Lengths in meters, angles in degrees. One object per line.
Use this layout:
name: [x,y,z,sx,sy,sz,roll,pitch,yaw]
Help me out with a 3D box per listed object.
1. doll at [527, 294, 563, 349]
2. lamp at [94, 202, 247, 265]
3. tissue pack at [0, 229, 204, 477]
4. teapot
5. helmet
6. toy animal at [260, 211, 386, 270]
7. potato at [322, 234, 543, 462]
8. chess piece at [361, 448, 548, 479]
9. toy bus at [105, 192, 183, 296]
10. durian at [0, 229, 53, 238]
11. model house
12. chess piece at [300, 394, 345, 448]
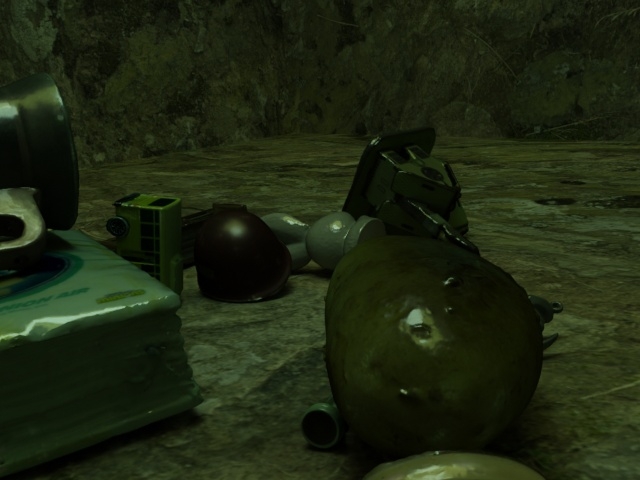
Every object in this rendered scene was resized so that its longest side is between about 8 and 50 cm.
doll: [0.200,0.102,0.853,0.195,0.062,0.104,-14,15,-8]
lamp: [-0.270,0.004,1.327,0.089,0.090,0.325,5,16,35]
tissue pack: [-0.342,0.105,0.800,0.287,0.162,0.388,-14,18,-31]
teapot: [-0.457,-0.067,0.778,0.344,0.253,0.300,-12,51,-32]
helmet: [-0.133,0.013,1.124,0.155,0.106,0.175,-32,45,-16]
toy animal: [0.002,0.002,1.216,0.221,0.103,0.131,6,19,34]
potato: [0.100,0.095,0.670,0.210,0.173,0.307,17,18,1]
chess piece: [0.089,0.228,0.316,0.139,0.124,0.307,24,14,-11]
toy bus: [-0.264,0.021,1.095,0.101,0.174,0.088,5,16,8]
durian: [-0.475,0.033,1.204,0.107,0.132,0.375,-28,30,-30]
model house: [0.217,-0.054,1.325,0.279,0.204,0.218,40,39,27]
chess piece: [0.016,0.168,0.700,0.042,0.042,0.093,1,8,21]
